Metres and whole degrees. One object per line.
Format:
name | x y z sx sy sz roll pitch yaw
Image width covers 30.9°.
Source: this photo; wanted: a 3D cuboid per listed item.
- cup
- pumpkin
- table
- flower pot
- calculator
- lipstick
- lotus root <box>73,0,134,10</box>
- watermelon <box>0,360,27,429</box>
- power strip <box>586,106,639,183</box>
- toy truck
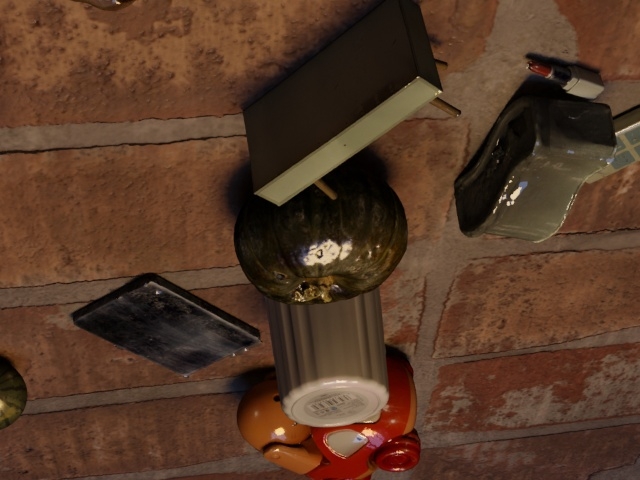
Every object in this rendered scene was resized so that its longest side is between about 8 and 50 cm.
cup | 0.021 0.153 1.631 0.167 0.202 0.221 -18 145 16
pumpkin | 0.000 0.000 1.437 0.224 0.157 0.223 -4 157 -2
table | 0.040 -0.138 1.271 0.240 0.121 0.111 -33 140 32
flower pot | 0.259 -0.085 1.424 0.108 0.103 0.229 4 145 -19
calculator | -0.222 0.130 1.698 0.161 0.021 0.262 -26 143 24
lipstick | 0.280 -0.190 1.340 0.107 0.025 0.025 13 139 -30
lotus root | -0.226 -0.264 1.028 0.095 0.135 0.159 -31 128 31
watermelon | -0.487 0.232 1.711 0.105 0.105 0.133 -1 159 -13
power strip | 0.398 -0.131 1.456 0.227 0.029 0.080 -26 144 23
toy truck | 0.013 0.276 1.839 0.239 0.189 0.265 28 132 -32
